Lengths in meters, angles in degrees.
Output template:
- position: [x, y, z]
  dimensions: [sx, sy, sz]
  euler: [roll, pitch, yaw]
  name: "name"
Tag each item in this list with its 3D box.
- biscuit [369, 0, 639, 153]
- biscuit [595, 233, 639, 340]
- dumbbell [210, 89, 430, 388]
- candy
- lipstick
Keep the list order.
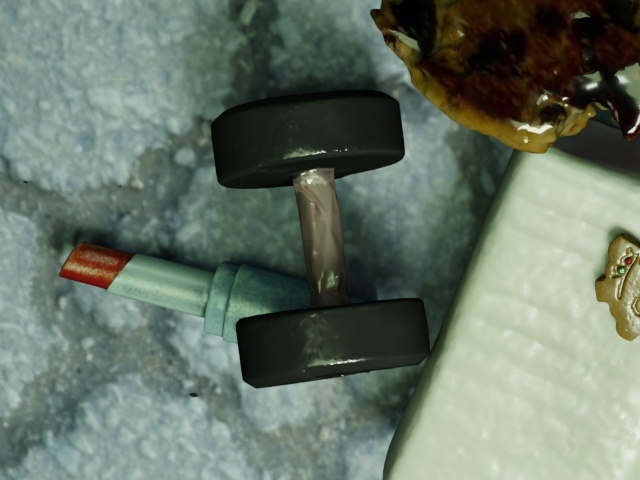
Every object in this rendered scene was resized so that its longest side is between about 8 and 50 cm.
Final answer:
- position: [0.198, -0.220, 1.349]
  dimensions: [0.289, 0.081, 0.334]
  euler: [42, 93, 18]
  name: "biscuit"
- position: [0.248, 0.035, 1.343]
  dimensions: [0.092, 0.016, 0.082]
  euler: [-1, 106, 15]
  name: "biscuit"
- position: [0.000, 0.000, 1.438]
  dimensions: [0.152, 0.152, 0.218]
  euler: [-8, 85, 15]
  name: "dumbbell"
- position: [0.197, 0.088, 1.456]
  dimensions: [0.208, 0.145, 0.359]
  euler: [23, 110, 5]
  name: "candy"
- position: [-0.088, 0.048, 1.553]
  dimensions: [0.274, 0.061, 0.068]
  euler: [14, 106, 8]
  name: "lipstick"
